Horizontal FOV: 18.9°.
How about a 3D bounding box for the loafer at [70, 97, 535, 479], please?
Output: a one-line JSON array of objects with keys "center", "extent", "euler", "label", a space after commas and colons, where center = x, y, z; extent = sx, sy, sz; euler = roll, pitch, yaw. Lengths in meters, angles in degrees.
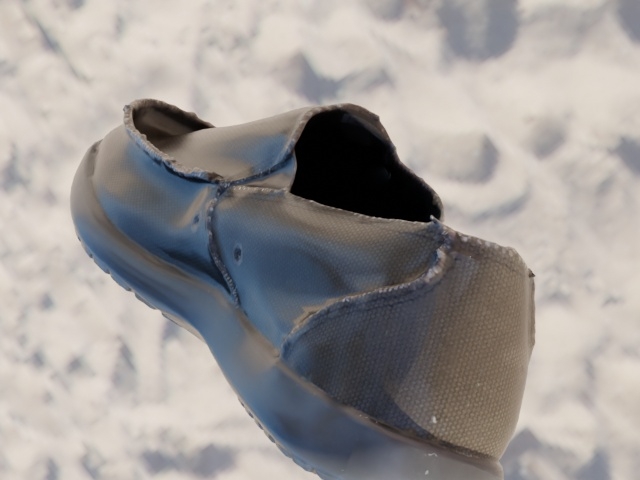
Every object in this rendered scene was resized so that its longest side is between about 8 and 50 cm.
[{"center": [0.000, 0.000, 0.890], "extent": [0.134, 0.130, 0.366], "euler": [23, -171, -34], "label": "loafer"}]
